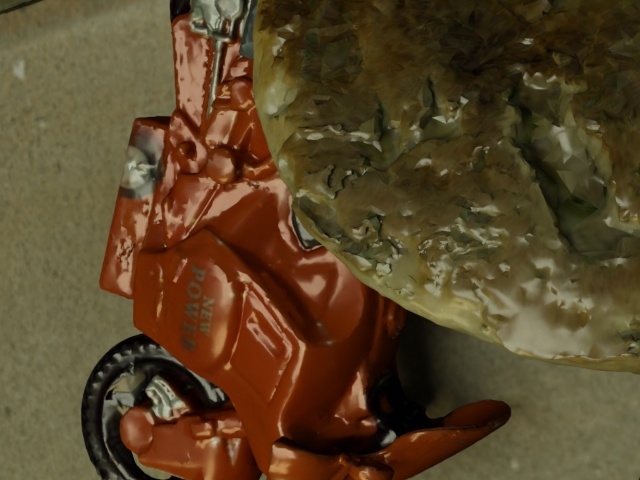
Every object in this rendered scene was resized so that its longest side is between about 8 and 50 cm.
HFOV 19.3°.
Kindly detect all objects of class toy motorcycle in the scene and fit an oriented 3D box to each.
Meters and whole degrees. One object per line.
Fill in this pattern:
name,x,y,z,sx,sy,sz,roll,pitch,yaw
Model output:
toy motorcycle,0.000,0.000,0.914,0.221,0.148,0.326,17,101,21

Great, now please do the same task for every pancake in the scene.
pancake,0.140,-0.096,0.753,0.356,0.065,0.356,-7,57,11

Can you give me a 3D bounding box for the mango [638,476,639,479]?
mango,0.224,0.155,0.752,0.225,0.201,0.382,31,100,51
